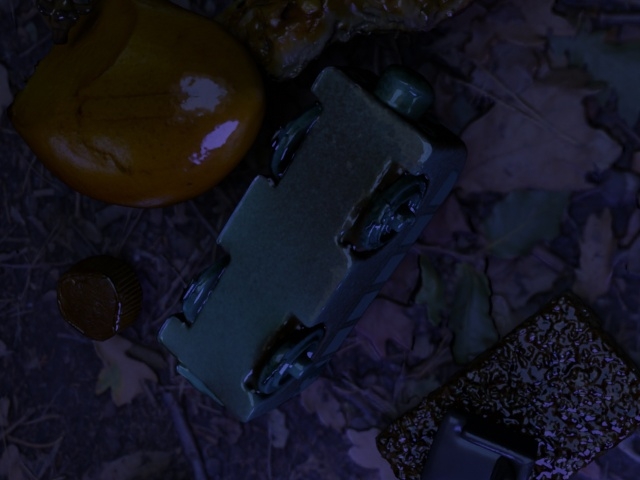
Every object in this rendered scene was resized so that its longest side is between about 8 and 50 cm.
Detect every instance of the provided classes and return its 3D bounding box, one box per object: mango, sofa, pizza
[{"bbox_3d":[-0.143,-0.113,0.787,0.257,0.138,0.187,22,93,42],"label":"mango"},{"bbox_3d":[0.117,0.224,0.765,0.085,0.060,0.147,22,104,16],"label":"sofa"},{"bbox_3d":[0.030,-0.215,0.736,0.305,0.161,0.085,-13,126,29],"label":"pizza"}]

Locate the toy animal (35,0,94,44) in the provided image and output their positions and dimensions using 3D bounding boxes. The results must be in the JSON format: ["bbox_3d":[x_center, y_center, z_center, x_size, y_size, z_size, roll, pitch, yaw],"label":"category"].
[{"bbox_3d":[-0.255,-0.291,0.827,0.275,0.054,0.149,52,135,43],"label":"toy animal"}]

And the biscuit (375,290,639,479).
[{"bbox_3d":[0.164,0.158,0.788,0.231,0.025,0.131,-43,80,18],"label":"biscuit"}]

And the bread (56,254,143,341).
[{"bbox_3d":[-0.215,0.055,0.907,0.085,0.053,0.085,7,109,21],"label":"bread"}]

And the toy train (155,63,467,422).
[{"bbox_3d":[0.000,0.000,0.768,0.129,0.159,0.326,39,110,16],"label":"toy train"}]
